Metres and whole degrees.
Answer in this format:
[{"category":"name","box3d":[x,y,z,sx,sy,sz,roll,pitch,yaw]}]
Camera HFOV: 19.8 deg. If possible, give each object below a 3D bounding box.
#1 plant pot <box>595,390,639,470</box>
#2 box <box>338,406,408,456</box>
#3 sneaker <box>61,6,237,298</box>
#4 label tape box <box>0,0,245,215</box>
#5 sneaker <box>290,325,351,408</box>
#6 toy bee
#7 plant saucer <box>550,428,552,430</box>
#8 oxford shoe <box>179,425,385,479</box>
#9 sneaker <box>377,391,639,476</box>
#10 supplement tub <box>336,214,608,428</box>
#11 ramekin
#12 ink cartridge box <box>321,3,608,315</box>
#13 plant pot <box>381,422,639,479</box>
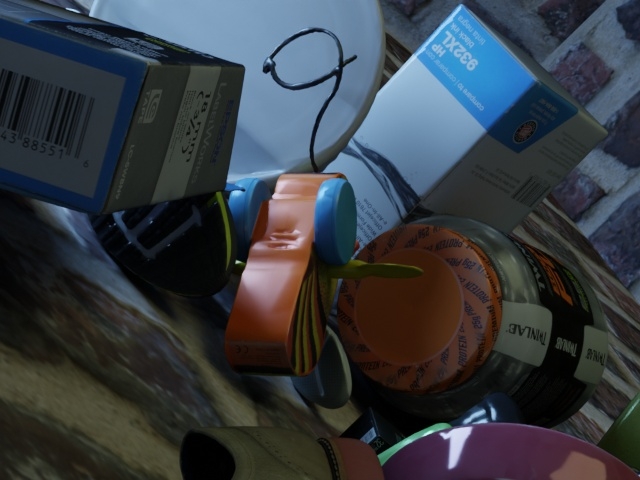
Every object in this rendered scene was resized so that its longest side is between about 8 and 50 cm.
[{"category":"plant pot","box3d":[0.421,0.294,1.732,0.353,0.366,0.366,38,9,18]},{"category":"box","box3d":[0.050,0.184,1.425,0.083,0.062,0.052,42,12,-20]},{"category":"sneaker","box3d":[-0.143,-0.067,1.504,0.300,0.111,0.121,57,12,31]},{"category":"label tape box","box3d":[-0.188,-0.107,1.251,0.240,0.106,0.333,18,8,10]},{"category":"sneaker","box3d":[-0.005,0.091,1.571,0.061,0.053,0.152,37,14,-45]},{"category":"toy bee","box3d":[0.000,0.000,1.527,0.195,0.298,0.162,21,-23,26]},{"category":"plant saucer","box3d":[0.252,0.243,2.017,0.067,0.018,0.192,46,11,0]},{"category":"oxford shoe","box3d":[-0.025,0.220,1.020,0.130,0.123,0.348,16,20,-14]},{"category":"sneaker","box3d":[0.230,0.284,1.367,0.483,0.202,0.185,38,15,-30]},{"category":"supplement tub","box3d":[0.148,0.084,1.770,0.193,0.193,0.316,51,13,23]},{"category":"ramekin","box3d":[-0.075,-0.160,1.686,0.273,0.273,0.127,48,-8,12]},{"category":"ink cartridge box","box3d":[0.117,-0.064,1.877,0.129,0.307,0.223,49,13,25]},{"category":"plant pot","box3d":[0.109,0.243,1.120,0.201,0.201,0.180,41,39,-21]}]
